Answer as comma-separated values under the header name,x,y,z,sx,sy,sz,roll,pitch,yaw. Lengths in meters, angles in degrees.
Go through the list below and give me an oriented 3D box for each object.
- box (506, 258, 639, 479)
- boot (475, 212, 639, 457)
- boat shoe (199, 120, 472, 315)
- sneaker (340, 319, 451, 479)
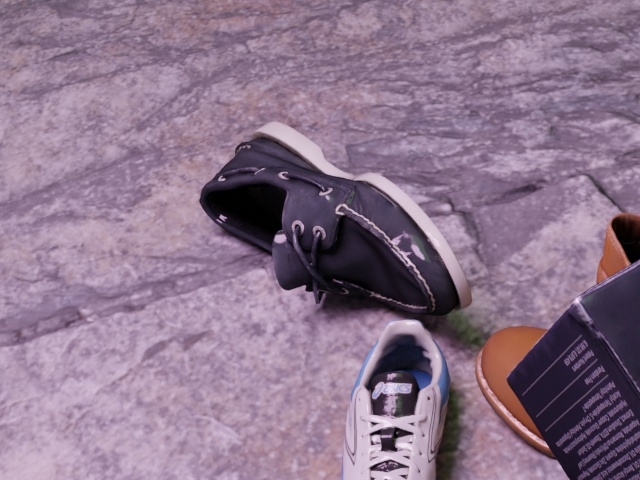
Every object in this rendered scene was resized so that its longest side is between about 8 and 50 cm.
name,x,y,z,sx,sy,sz,roll,pitch,yaw
box,0.344,0.109,1.038,0.343,0.179,0.312,-28,76,-16
boot,0.212,0.074,1.291,0.109,0.220,0.283,-34,42,-21
boat shoe,-0.001,-0.003,1.536,0.113,0.127,0.340,-32,40,-17
sneaker,0.053,0.158,1.355,0.085,0.086,0.237,-4,41,11
